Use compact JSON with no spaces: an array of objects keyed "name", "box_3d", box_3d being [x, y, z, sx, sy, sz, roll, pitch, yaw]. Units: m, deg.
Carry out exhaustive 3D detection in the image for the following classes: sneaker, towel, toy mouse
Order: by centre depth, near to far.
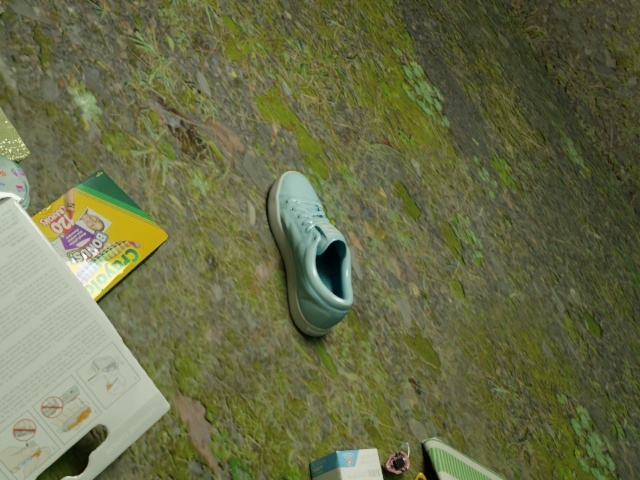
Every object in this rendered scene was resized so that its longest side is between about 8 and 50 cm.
[{"name":"towel","box_3d":[-0.565,-0.162,1.201,0.148,0.027,0.110,-28,83,-47]},{"name":"towel","box_3d":[0.314,0.518,1.364,0.248,0.038,0.325,35,16,-17]},{"name":"toy mouse","box_3d":[0.142,0.456,1.373,0.143,0.031,0.160,18,52,-31]},{"name":"sneaker","box_3d":[0.000,0.000,1.473,0.135,0.150,0.365,5,60,-39]}]

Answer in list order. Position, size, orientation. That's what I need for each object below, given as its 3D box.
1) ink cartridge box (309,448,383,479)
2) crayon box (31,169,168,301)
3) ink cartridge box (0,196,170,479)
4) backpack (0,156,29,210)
[{"name":"ink cartridge box","box_3d":[0.052,0.444,1.264,0.092,0.090,0.143,9,58,-35]},{"name":"crayon box","box_3d":[-0.398,0.025,1.176,0.165,0.081,0.278,46,43,-6]},{"name":"ink cartridge box","box_3d":[-0.437,0.181,0.995,0.308,0.091,0.385,-41,110,-27]},{"name":"backpack","box_3d":[-0.535,-0.062,1.097,0.182,0.115,0.151,1,60,-42]}]
